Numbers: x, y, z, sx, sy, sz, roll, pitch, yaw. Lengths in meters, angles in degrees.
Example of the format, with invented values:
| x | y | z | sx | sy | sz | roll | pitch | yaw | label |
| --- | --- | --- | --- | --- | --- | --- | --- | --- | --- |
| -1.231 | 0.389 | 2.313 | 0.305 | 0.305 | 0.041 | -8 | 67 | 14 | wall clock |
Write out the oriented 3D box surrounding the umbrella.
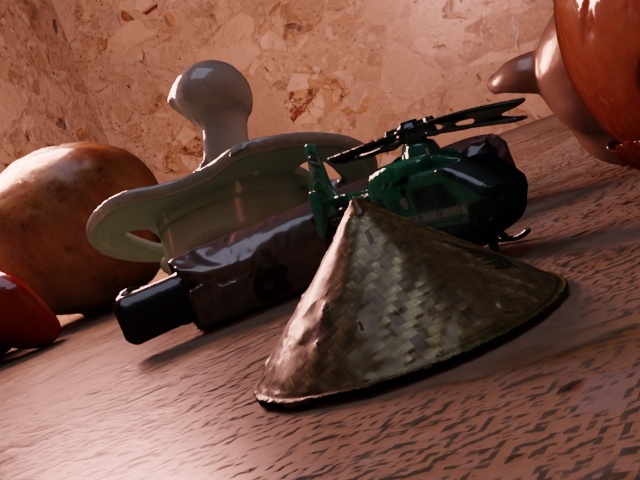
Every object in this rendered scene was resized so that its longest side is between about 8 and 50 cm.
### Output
| x | y | z | sx | sy | sz | roll | pitch | yaw | label |
| --- | --- | --- | --- | --- | --- | --- | --- | --- | --- |
| 0.000 | 0.000 | 0.671 | 0.337 | 0.067 | 0.073 | -23 | -6 | -8 | umbrella |

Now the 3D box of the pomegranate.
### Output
| x | y | z | sx | sy | sz | roll | pitch | yaw | label |
| --- | --- | --- | --- | --- | --- | --- | --- | --- | --- |
| -0.394 | -0.016 | 1.341 | 0.322 | 0.322 | 0.322 | -21 | 4 | 2 | pomegranate |

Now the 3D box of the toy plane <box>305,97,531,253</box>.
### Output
| x | y | z | sx | sy | sz | roll | pitch | yaw | label |
| --- | --- | --- | --- | --- | --- | --- | --- | --- | --- |
| 0.054 | -0.030 | 0.541 | 0.060 | 0.096 | 0.235 | -24 | 9 | -30 | toy plane |

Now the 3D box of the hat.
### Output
| x | y | z | sx | sy | sz | roll | pitch | yaw | label |
| --- | --- | --- | --- | --- | --- | --- | --- | --- | --- |
| 0.026 | 0.012 | 0.371 | 0.146 | 0.067 | 0.146 | -21 | 4 | 2 | hat |

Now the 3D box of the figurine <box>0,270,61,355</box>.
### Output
| x | y | z | sx | sy | sz | roll | pitch | yaw | label |
| --- | --- | --- | --- | --- | --- | --- | --- | --- | --- |
| -0.525 | 0.089 | 1.103 | 0.261 | 0.211 | 0.270 | -24 | 5 | -36 | figurine |

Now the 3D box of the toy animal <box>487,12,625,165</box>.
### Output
| x | y | z | sx | sy | sz | roll | pitch | yaw | label |
| --- | --- | --- | --- | --- | --- | --- | --- | --- | --- |
| 0.277 | -0.147 | 0.665 | 0.248 | 0.149 | 0.165 | -7 | -40 | -35 | toy animal |

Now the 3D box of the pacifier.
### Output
| x | y | z | sx | sy | sz | roll | pitch | yaw | label |
| --- | --- | --- | --- | --- | --- | --- | --- | --- | --- |
| -0.104 | -0.084 | 0.990 | 0.343 | 0.269 | 0.288 | -16 | -19 | 16 | pacifier |

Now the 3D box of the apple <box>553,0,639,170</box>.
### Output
| x | y | z | sx | sy | sz | roll | pitch | yaw | label |
| --- | --- | --- | --- | --- | --- | --- | --- | --- | --- |
| 0.244 | -0.148 | 0.426 | 0.252 | 0.206 | 0.272 | -16 | 4 | 18 | apple |
